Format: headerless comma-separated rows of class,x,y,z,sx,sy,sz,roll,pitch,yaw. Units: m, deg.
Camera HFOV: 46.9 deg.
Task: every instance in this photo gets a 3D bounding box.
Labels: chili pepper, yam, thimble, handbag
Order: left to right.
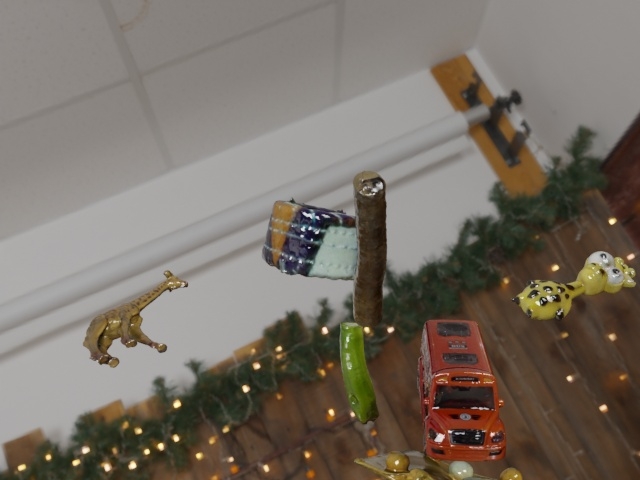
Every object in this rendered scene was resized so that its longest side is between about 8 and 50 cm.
thimble,0.000,0.000,1.571,0.237,0.237,0.150,4,-79,-55
chili pepper,0.064,0.233,1.253,0.052,0.201,0.050,-14,16,-8
yam,0.061,0.022,0.927,0.045,0.045,0.327,8,-31,8
handbag,0.267,0.396,1.087,0.401,0.133,0.283,6,-10,30

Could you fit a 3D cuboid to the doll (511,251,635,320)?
doll,0.551,0.100,1.586,0.291,0.117,0.086,-19,-38,-16

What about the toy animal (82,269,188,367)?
toy animal,-0.327,0.135,1.302,0.149,0.054,0.275,-5,24,4

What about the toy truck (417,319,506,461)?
toy truck,0.195,0.208,1.051,0.107,0.114,0.252,1,18,4
